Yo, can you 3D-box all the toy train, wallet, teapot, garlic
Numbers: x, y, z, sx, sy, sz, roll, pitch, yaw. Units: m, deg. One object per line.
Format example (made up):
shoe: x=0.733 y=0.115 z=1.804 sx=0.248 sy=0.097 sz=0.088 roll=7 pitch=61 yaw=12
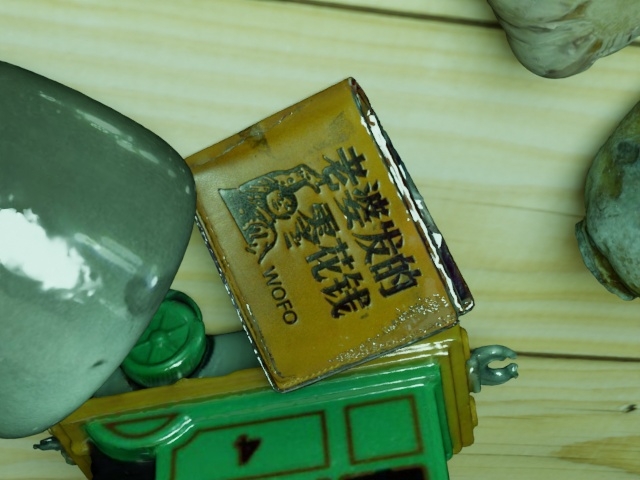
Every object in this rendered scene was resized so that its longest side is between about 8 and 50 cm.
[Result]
toy train: x=-0.039 y=0.175 z=0.757 sx=0.429 sy=0.249 sz=0.178 roll=-11 pitch=137 yaw=4
wallet: x=0.000 y=0.000 z=0.655 sx=0.161 sy=0.042 sz=0.195 roll=-25 pitch=94 yaw=16
teapot: x=-0.261 y=-0.043 z=0.583 sx=0.285 sy=0.305 sz=0.223 roll=38 pitch=85 yaw=-28
garlic: x=0.159 y=-0.175 z=0.522 sx=0.147 sy=0.102 sz=0.159 roll=-14 pitch=150 yaw=-12

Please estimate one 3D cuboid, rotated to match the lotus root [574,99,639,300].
lotus root: x=0.317 y=-0.070 z=0.601 sx=0.175 sy=0.175 sz=0.349 roll=25 pitch=125 yaw=-29
